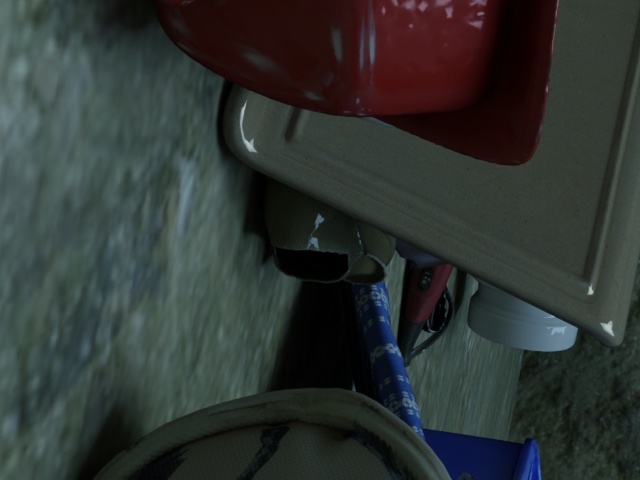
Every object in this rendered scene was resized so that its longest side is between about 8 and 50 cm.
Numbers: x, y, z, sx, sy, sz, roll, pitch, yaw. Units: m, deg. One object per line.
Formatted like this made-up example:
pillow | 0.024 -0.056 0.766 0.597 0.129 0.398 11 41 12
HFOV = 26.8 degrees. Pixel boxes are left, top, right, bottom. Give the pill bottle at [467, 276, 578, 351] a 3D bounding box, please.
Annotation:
pill bottle | 0.243 -0.021 1.491 0.153 0.153 0.265 -38 137 -70

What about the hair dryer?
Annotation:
hair dryer | 0.117 -0.011 1.132 0.293 0.080 0.224 56 47 -71

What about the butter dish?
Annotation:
butter dish | -0.009 -0.105 0.442 0.118 0.160 0.160 -23 127 -37

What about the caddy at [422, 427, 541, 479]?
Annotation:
caddy | 0.131 0.338 1.258 0.241 0.179 0.341 86 20 -51

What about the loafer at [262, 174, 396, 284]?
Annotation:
loafer | 0.000 0.000 0.713 0.148 0.056 0.050 44 58 -63

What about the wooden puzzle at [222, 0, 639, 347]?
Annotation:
wooden puzzle | 0.078 -0.086 0.682 0.044 0.238 0.221 -31 -144 56

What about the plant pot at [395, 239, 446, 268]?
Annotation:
plant pot | 0.122 -0.061 0.850 0.167 0.165 0.167 -14 90 -70

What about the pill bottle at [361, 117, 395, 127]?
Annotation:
pill bottle | 0.051 -0.143 0.537 0.108 0.108 0.180 -65 177 -47

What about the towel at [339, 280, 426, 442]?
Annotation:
towel | 0.065 0.164 0.830 0.243 0.040 0.336 80 -4 -55

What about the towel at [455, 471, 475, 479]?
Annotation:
towel | 0.102 0.371 1.052 0.237 0.037 0.329 -44 128 -27

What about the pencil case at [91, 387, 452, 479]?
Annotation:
pencil case | -0.011 0.228 0.613 0.410 0.160 0.183 83 10 -53
